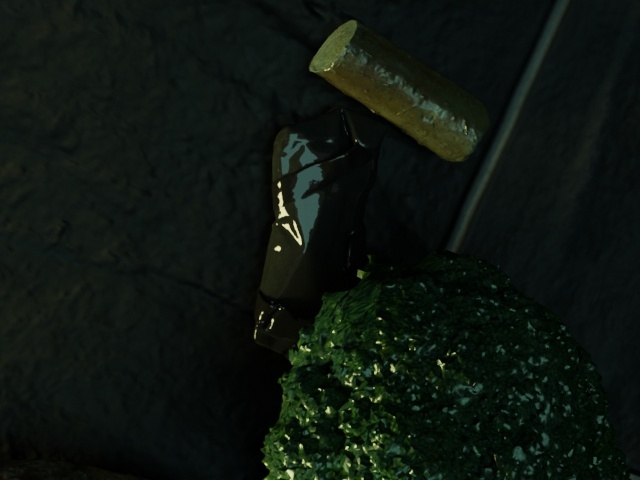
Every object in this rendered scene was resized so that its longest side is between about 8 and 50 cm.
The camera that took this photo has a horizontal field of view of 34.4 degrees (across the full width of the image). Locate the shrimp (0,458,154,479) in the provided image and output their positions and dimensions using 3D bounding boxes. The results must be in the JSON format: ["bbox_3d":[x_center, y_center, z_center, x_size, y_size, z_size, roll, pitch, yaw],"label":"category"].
[{"bbox_3d":[-0.210,0.213,0.693,0.343,0.116,0.145,20,79,-21],"label":"shrimp"}]

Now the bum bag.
[{"bbox_3d":[0.000,0.000,0.756,0.087,0.049,0.197,5,99,-25],"label":"bum bag"}]

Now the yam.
[{"bbox_3d":[0.059,-0.109,0.753,0.132,0.054,0.054,30,90,-21],"label":"yam"}]

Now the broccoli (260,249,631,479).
[{"bbox_3d":[0.077,0.140,0.709,0.295,0.245,0.265,-2,62,-36],"label":"broccoli"}]
